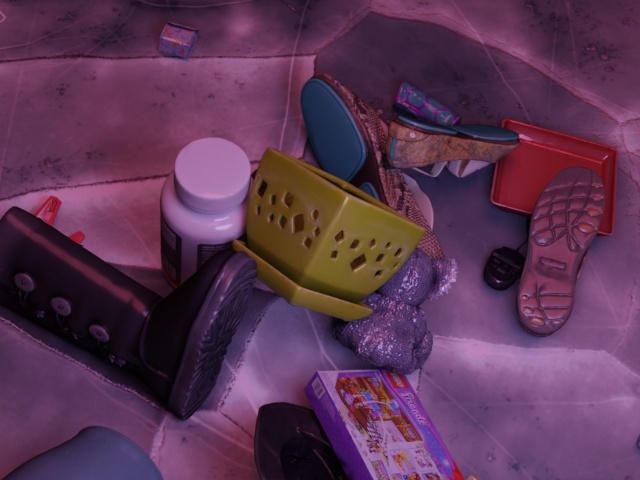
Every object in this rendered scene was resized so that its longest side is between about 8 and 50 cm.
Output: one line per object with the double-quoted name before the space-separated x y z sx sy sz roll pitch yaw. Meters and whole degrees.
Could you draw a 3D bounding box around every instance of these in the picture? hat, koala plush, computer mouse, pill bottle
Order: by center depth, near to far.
"hat" -0.026 0.414 1.685 0.331 0.134 0.331 40 21 -19
"koala plush" 0.137 0.107 1.845 0.196 0.203 0.221 26 96 5
"pill bottle" -0.201 -0.039 1.862 0.176 0.319 0.176 4 58 -6
"computer mouse" 0.399 0.021 2.089 0.071 0.041 0.242 33 53 17

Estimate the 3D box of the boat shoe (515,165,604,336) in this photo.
"boat shoe" 0.454 0.022 2.011 0.132 0.130 0.356 21 73 9

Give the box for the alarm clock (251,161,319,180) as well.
"alarm clock" -0.073 -0.097 2.069 0.129 0.064 0.192 41 64 17

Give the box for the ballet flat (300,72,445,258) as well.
"ballet flat" 0.115 -0.124 2.082 0.182 0.164 0.483 -7 63 -38

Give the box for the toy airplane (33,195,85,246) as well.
"toy airplane" -0.516 -0.014 1.971 0.151 0.028 0.151 4 59 -6

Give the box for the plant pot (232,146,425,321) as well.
"plant pot" 0.000 0.000 1.745 0.227 0.228 0.207 33 99 43

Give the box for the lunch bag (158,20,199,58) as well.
"lunch bag" -0.309 -0.446 2.259 0.071 0.053 0.083 17 48 0

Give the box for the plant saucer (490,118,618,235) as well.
"plant saucer" 0.488 -0.124 2.168 0.258 0.048 0.259 15 50 1

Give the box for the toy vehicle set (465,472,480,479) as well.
"toy vehicle set" 0.298 0.545 1.742 0.267 0.035 0.166 42 62 17

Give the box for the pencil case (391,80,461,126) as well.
"pencil case" 0.230 -0.278 2.227 0.151 0.064 0.070 35 44 14

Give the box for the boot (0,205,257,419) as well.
"boot" -0.355 0.064 1.764 0.445 0.367 0.146 33 34 12

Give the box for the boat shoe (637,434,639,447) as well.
"boat shoe" 0.672 0.316 1.926 0.075 0.083 0.226 39 72 2

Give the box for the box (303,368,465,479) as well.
"box" 0.117 0.349 1.751 0.200 0.057 0.293 4 43 -38

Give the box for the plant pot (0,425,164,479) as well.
"plant pot" -0.381 0.435 1.591 0.271 0.272 0.255 31 43 11

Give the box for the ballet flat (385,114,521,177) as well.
"ballet flat" 0.262 -0.181 2.076 0.348 0.123 0.123 0 54 -41
